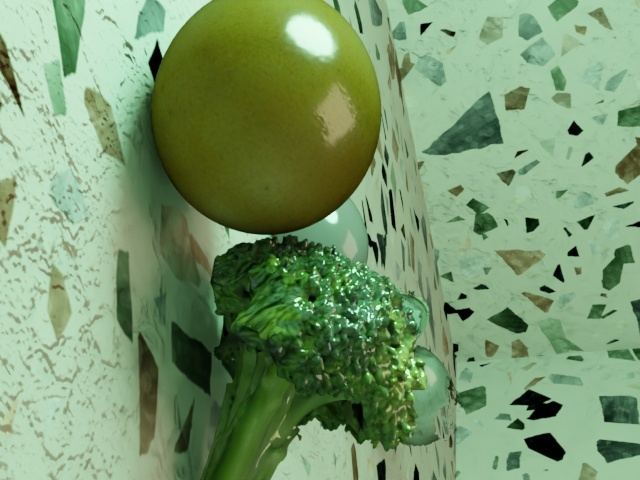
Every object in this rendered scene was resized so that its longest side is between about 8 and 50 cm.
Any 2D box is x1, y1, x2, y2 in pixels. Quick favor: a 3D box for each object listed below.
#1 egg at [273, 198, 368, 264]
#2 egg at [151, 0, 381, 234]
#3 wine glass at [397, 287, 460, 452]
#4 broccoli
[{"bbox_3d":[0.000,0.000,1.392,0.146,0.146,0.198,56,23,-62],"label":"egg"},{"bbox_3d":[-0.058,-0.152,1.001,0.322,0.250,0.250,-87,164,-45],"label":"egg"},{"bbox_3d":[0.187,0.287,1.970,0.190,0.191,0.357,-80,154,-50],"label":"wine glass"},{"bbox_3d":[-0.003,0.146,1.000,0.375,0.249,0.301,126,-34,-74],"label":"broccoli"}]
